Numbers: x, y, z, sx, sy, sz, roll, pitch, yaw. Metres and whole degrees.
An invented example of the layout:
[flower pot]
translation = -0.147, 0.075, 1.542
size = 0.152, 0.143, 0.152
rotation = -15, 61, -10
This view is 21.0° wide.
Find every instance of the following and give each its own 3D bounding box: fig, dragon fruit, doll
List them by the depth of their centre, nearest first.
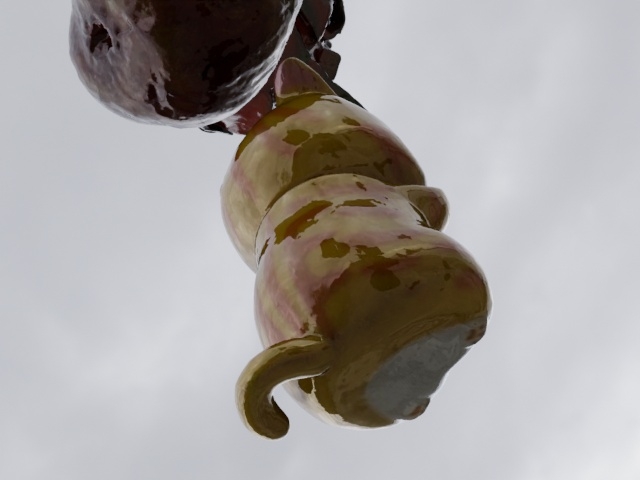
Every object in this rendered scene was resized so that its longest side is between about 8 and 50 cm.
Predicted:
[doll]
translation = 0.016, 0.012, 1.230
size = 0.162, 0.269, 0.167
rotation = 22, -60, -27
[fig]
translation = -0.084, -0.222, 1.387
size = 0.290, 0.190, 0.190
rotation = -58, -36, -33
[dragon fruit]
translation = -0.071, -0.187, 1.614
size = 0.274, 0.193, 0.192
rotation = 26, -104, -33
